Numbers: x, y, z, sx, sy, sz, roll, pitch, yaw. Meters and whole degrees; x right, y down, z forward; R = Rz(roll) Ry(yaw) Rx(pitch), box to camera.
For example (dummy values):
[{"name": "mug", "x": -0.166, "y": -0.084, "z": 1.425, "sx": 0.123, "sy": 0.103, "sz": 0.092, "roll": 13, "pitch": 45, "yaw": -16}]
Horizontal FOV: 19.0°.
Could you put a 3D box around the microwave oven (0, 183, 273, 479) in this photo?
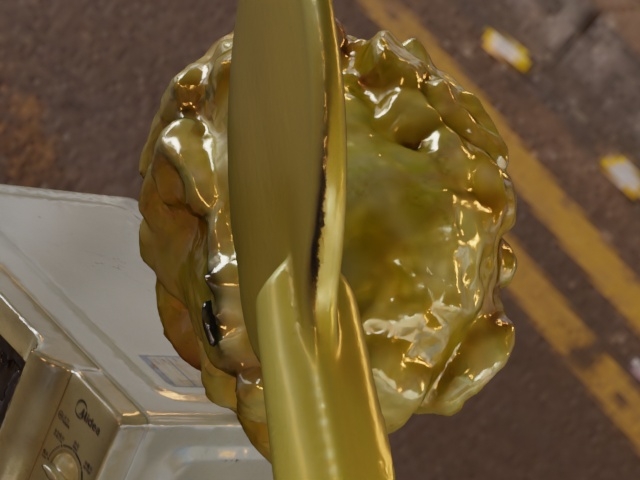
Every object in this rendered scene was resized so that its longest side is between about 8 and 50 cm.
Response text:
[{"name": "microwave oven", "x": -0.182, "y": 0.131, "z": 1.452, "sx": 0.286, "sy": 0.218, "sz": 0.355, "roll": 6, "pitch": 25, "yaw": -46}]

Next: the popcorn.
[{"name": "popcorn", "x": 0.000, "y": 0.000, "z": 1.181, "sx": 0.215, "sy": 0.252, "sz": 0.286, "roll": 17, "pitch": 37, "yaw": -38}]

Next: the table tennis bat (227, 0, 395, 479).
[{"name": "table tennis bat", "x": -0.009, "y": 0.005, "z": 0.939, "sx": 0.054, "sy": 0.224, "sz": 0.368, "roll": 0, "pitch": 55, "yaw": -12}]
